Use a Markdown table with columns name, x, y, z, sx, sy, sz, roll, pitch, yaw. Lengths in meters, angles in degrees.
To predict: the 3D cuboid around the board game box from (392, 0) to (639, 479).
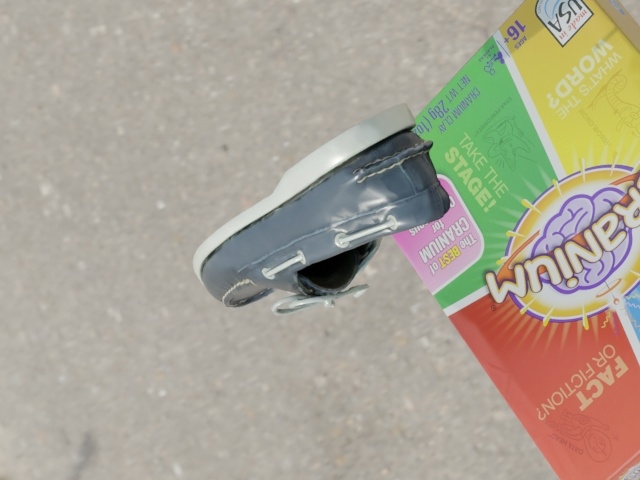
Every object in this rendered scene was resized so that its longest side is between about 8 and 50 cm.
| name | x | y | z | sx | sy | sz | roll | pitch | yaw |
| --- | --- | --- | --- | --- | --- | --- | --- | --- | --- |
| board game box | 0.195 | -0.006 | 1.163 | 0.242 | 0.064 | 0.316 | -47 | 59 | 23 |

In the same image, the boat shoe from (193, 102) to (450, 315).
| name | x | y | z | sx | sy | sz | roll | pitch | yaw |
| --- | --- | --- | --- | --- | --- | --- | --- | --- | --- |
| boat shoe | 0.000 | 0.000 | 1.008 | 0.254 | 0.095 | 0.079 | -38 | 79 | 51 |
